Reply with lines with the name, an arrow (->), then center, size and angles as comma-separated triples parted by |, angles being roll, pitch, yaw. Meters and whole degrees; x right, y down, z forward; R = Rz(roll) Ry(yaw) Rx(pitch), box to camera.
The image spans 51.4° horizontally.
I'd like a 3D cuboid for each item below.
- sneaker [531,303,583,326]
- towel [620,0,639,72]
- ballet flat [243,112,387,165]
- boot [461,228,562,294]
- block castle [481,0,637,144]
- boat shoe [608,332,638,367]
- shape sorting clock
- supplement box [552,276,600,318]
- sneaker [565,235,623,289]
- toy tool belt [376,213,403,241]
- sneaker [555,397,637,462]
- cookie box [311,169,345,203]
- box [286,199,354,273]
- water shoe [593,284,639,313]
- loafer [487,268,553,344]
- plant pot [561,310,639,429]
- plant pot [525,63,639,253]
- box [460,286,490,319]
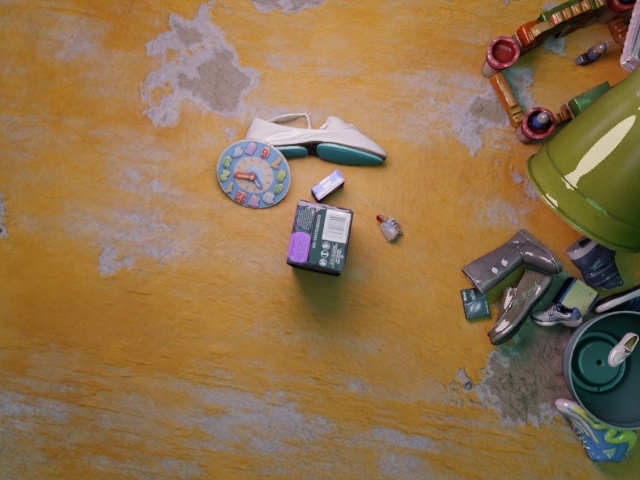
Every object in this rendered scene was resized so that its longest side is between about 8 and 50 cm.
sneaker -> 0.638, 0.196, 1.801 | 0.135, 0.052, 0.058 | -4, 126, 32
towel -> 0.923, -0.515, 1.708 | 0.316, 0.053, 0.332 | 26, 74, -21
ballet flat -> -0.014, -0.286, 1.826 | 0.399, 0.139, 0.139 | 4, 86, 4
boot -> 0.513, 0.077, 1.793 | 0.208, 0.190, 0.076 | -32, 131, -9
block castle -> 0.691, -0.483, 1.790 | 0.452, 0.213, 0.303 | -25, 87, -1
boat shoe -> 0.746, 0.270, 1.633 | 0.035, 0.035, 0.100 | 41, 87, 2
shape sorting clock -> -0.182, -0.179, 1.811 | 0.206, 0.040, 0.206 | 5, 125, 7
supplement box -> 0.701, 0.158, 1.826 | 0.083, 0.056, 0.083 | 35, 87, 2
sneaker -> 0.797, 0.035, 1.825 | 0.226, 0.086, 0.163 | -36, 96, -11
toy tool belt -> 0.194, -0.043, 1.848 | 0.051, 0.052, 0.083 | -31, 90, -33
sneaker -> 0.727, 0.522, 1.786 | 0.240, 0.091, 0.126 | 25, 87, 1
cookie box -> 0.020, -0.145, 1.820 | 0.091, 0.107, 0.040 | -36, 87, -2
box -> 0.000, 0.000, 1.729 | 0.143, 0.270, 0.166 | 11, 87, 1
water shoe -> 0.853, 0.176, 1.818 | 0.203, 0.073, 0.080 | -20, 89, -1
loafer -> 0.531, 0.178, 1.819 | 0.087, 0.094, 0.251 | 37, 77, 26
plant pot -> 0.762, 0.327, 1.746 | 0.292, 0.196, 0.293 | 0, 87, -1
plant pot -> 0.760, -0.220, 1.617 | 0.366, 0.366, 0.353 | 34, 126, 2
box -> 0.429, 0.172, 1.844 | 0.067, 0.018, 0.084 | -10, 87, -1
